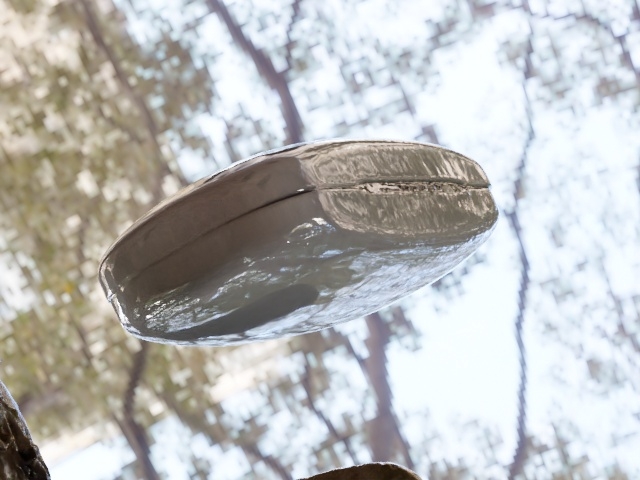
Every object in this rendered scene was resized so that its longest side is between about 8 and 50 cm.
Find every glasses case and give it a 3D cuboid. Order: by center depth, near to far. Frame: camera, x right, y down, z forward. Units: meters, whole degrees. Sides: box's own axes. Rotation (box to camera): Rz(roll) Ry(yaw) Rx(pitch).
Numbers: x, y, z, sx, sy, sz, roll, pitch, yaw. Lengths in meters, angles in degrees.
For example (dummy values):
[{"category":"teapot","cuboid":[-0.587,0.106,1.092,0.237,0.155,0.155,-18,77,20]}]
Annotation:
[{"category":"glasses case","cuboid":[0.000,0.000,0.713,0.092,0.059,0.233,-30,171,20]}]

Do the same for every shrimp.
[{"category":"shrimp","cuboid":[-0.274,0.156,1.571,0.066,0.117,0.262,-30,-101,-16]}]

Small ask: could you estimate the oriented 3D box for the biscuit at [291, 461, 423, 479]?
[{"category":"biscuit","cuboid":[-0.009,0.138,0.812,0.147,0.018,0.071,-16,-109,25]}]
